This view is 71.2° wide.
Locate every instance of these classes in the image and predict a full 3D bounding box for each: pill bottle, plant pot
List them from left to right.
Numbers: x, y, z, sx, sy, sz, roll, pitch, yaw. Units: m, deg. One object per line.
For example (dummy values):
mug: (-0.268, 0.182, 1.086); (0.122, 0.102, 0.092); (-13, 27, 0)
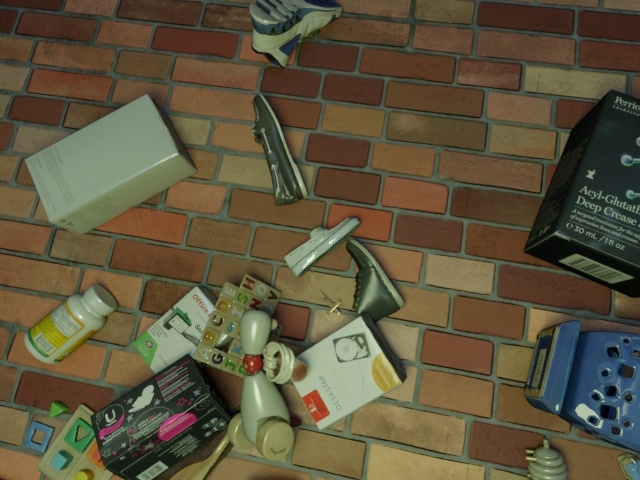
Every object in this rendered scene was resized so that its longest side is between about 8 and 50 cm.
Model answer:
pill bottle: (-0.649, 0.215, 1.175); (0.208, 0.117, 0.117); (-41, 77, -4)
plant pot: (0.597, 0.308, 0.998); (0.212, 0.236, 0.235); (17, 79, 15)

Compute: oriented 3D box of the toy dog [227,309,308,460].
toy dog: (-0.106, 0.335, 1.034); (0.220, 0.161, 0.333); (26, 108, 44)

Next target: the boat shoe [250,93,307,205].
boat shoe: (-0.140, -0.253, 1.243); (0.096, 0.112, 0.334); (-23, 80, -5)

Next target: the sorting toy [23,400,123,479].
sorting toy: (-0.602, 0.548, 1.132); (0.348, 0.047, 0.195); (30, 81, 10)

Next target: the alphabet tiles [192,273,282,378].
alphabet tiles: (-0.186, 0.215, 1.123); (0.198, 0.009, 0.237); (32, 66, -29)

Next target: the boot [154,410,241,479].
boot: (-0.330, 0.482, 1.104); (0.207, 0.090, 0.248); (34, 75, 17)

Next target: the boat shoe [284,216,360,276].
boat shoe: (0.000, 0.000, 1.187); (0.226, 0.083, 0.075); (-39, 78, -4)

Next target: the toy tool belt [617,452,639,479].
toy tool belt: (0.727, 0.532, 1.022); (0.052, 0.051, 0.083); (-31, 77, -3)

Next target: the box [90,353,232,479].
box: (-0.357, 0.410, 1.027); (0.247, 0.163, 0.142); (-31, 47, -15)

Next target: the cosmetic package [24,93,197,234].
cosmetic package: (-0.576, -0.208, 1.249); (0.385, 0.156, 0.217); (-27, 77, -3)

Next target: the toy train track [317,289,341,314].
toy train track: (0.024, 0.165, 1.185); (0.048, 0.014, 0.083); (-44, 72, 2)

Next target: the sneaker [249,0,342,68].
sneaker: (-0.096, -0.623, 1.320); (0.316, 0.182, 0.127); (-35, 77, -34)

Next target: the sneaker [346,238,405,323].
sneaker: (0.107, 0.108, 1.154); (0.118, 0.083, 0.222); (-35, 78, -3)

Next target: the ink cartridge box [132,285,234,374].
ink cartridge box: (-0.339, 0.247, 1.154); (0.219, 0.092, 0.160); (-43, 78, -5)

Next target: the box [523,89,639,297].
box: (0.734, -0.105, 1.085); (0.294, 0.212, 0.395); (24, 79, 10)

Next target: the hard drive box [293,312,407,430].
hard drive box: (0.060, 0.314, 1.080); (0.232, 0.089, 0.181); (-36, 76, 13)

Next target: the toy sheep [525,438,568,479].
toy sheep: (0.519, 0.521, 1.026); (0.091, 0.091, 0.131); (-7, 95, 3)
